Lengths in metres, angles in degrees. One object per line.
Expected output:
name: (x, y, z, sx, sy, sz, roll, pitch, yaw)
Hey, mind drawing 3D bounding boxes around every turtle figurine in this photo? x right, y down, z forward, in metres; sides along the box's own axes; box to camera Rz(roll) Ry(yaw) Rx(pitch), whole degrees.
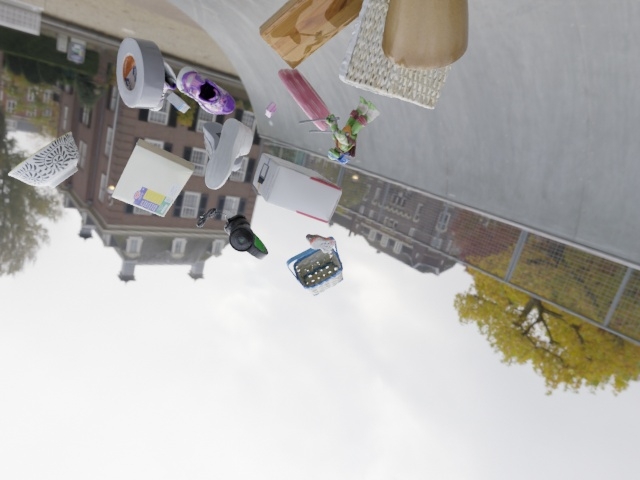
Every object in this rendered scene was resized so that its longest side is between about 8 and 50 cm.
turtle figurine: (0.084, -0.475, 1.762, 0.274, 0.266, 0.198, 44, -172, -4)

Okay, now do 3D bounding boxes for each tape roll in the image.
tape roll: (-0.599, -0.552, 1.450, 0.219, 0.219, 0.072, 27, -154, 38)

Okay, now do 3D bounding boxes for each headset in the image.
headset: (-0.434, -0.027, 2.235, 0.394, 0.185, 0.243, 45, -174, -37)

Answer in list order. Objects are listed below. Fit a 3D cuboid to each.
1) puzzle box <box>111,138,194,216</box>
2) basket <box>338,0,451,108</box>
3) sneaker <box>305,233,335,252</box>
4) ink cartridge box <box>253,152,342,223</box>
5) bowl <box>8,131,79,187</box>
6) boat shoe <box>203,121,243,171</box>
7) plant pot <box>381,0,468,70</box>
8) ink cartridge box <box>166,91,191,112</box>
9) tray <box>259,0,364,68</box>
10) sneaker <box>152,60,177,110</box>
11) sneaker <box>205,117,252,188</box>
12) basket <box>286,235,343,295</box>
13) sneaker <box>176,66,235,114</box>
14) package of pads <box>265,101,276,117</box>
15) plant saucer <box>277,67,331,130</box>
puzzle box: (-0.820, -0.290, 2.128, 0.272, 0.409, 0.052, 24, -134, -28)
basket: (0.302, -0.692, 1.626, 0.328, 0.331, 0.266, -1, -150, -44)
sneaker: (0.000, 0.000, 1.617, 0.065, 0.061, 0.158, 45, -168, 28)
ink cartridge box: (-0.088, -0.184, 1.478, 0.226, 0.131, 0.306, 17, -169, -21)
bowl: (-0.641, -0.179, 1.048, 0.080, 0.170, 0.170, 55, 178, -24)
boat shoe: (-0.463, -0.393, 2.019, 0.135, 0.157, 0.367, -13, -133, -30)
plant pot: (0.277, -0.617, 1.120, 0.237, 0.237, 0.254, 20, 154, 18)
ink cartridge box: (-0.443, -0.430, 1.372, 0.048, 0.028, 0.083, 46, -176, -4)
tray: (-0.021, -0.878, 1.713, 0.203, 0.410, 0.076, 33, -143, -43)
sneaker: (-0.637, -0.600, 1.727, 0.161, 0.282, 0.102, 32, -119, 10)
sneaker: (-0.363, -0.343, 1.805, 0.108, 0.293, 0.169, 27, -170, 14)
basket: (-0.021, 0.123, 2.105, 0.254, 0.289, 0.201, -27, -124, -7)
sneaker: (-0.354, -0.472, 1.432, 0.104, 0.095, 0.236, 28, -175, 29)
package of pads: (-0.233, -0.614, 2.055, 0.032, 0.050, 0.083, 40, 173, -6)
plant saucer: (-0.058, -0.650, 1.980, 0.332, 0.084, 0.332, 50, -166, -17)
